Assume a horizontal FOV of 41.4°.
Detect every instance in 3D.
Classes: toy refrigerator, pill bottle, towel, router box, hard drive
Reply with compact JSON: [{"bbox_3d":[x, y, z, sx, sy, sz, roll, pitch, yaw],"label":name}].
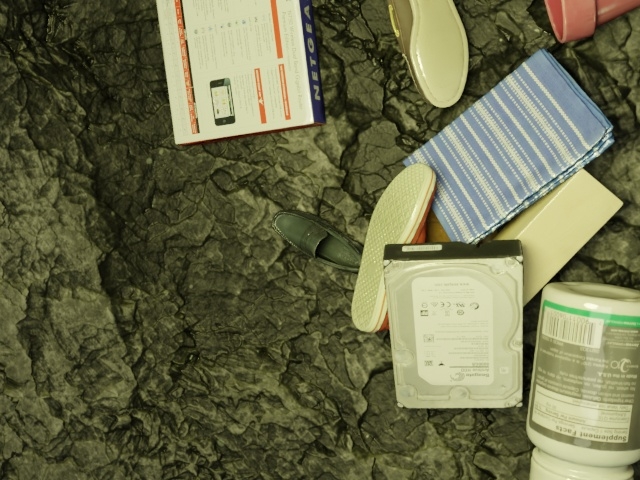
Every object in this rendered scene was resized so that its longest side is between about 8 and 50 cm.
[{"bbox_3d":[0.395,-0.009,1.507,0.102,0.094,0.269,37,107,-10],"label":"toy refrigerator"},{"bbox_3d":[0.466,0.263,1.458,0.204,0.204,0.361,7,98,18],"label":"pill bottle"},{"bbox_3d":[0.322,-0.162,1.499,0.336,0.040,0.243,-39,54,19],"label":"towel"},{"bbox_3d":[-0.160,-0.372,1.672,0.301,0.082,0.335,-5,93,19],"label":"router box"},{"bbox_3d":[0.240,0.157,1.505,0.237,0.064,0.339,-1,123,10],"label":"hard drive"}]

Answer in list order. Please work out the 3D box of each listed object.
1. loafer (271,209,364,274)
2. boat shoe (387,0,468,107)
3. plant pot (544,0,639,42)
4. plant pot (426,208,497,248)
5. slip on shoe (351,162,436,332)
[{"bbox_3d":[0.000,0.000,1.656,0.223,0.078,0.076,27,103,14],"label":"loafer"},{"bbox_3d":[0.184,-0.399,1.548,0.117,0.097,0.324,-16,95,-21],"label":"boat shoe"},{"bbox_3d":[0.468,-0.448,1.400,0.180,0.201,0.201,-14,91,10],"label":"plant pot"},{"bbox_3d":[0.216,-0.003,1.608,0.236,0.032,0.236,2,95,18],"label":"plant pot"},{"bbox_3d":[0.149,0.017,1.562,0.123,0.101,0.331,37,116,56],"label":"slip on shoe"}]
